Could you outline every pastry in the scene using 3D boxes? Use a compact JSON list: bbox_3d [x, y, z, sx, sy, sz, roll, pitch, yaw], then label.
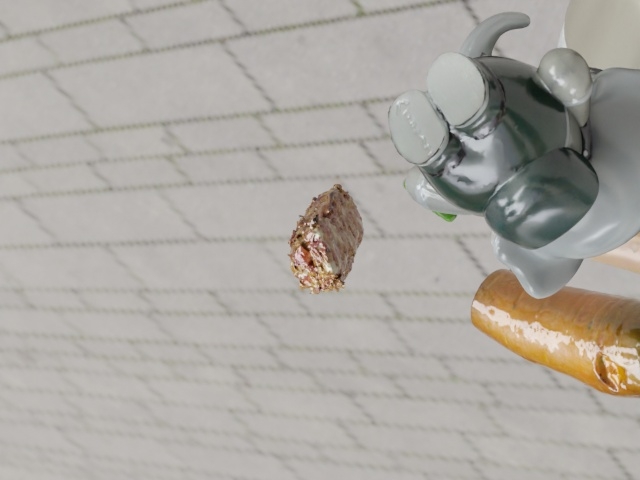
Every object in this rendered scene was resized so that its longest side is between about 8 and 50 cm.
[{"bbox_3d":[0.001,0.002,1.420,0.063,0.169,0.087,-18,105,18],"label":"pastry"}]

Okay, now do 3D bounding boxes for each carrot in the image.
[{"bbox_3d":[0.219,0.079,1.172,0.193,0.087,0.087,13,149,44],"label":"carrot"}]

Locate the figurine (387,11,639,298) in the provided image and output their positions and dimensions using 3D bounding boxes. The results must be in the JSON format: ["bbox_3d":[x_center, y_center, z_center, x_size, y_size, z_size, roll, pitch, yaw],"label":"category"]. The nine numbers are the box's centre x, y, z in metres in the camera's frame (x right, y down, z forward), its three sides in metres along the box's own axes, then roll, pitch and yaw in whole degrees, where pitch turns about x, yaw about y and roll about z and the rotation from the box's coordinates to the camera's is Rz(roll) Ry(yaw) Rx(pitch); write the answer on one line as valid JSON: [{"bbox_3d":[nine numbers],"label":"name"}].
[{"bbox_3d":[0.115,-0.045,0.721,0.192,0.147,0.126,17,-152,-43],"label":"figurine"}]

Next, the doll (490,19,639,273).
[{"bbox_3d":[0.321,-0.011,0.951,0.423,0.161,0.348,3,121,34],"label":"doll"}]

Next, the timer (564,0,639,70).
[{"bbox_3d":[0.249,-0.204,0.791,0.175,0.175,0.266,22,139,14],"label":"timer"}]
